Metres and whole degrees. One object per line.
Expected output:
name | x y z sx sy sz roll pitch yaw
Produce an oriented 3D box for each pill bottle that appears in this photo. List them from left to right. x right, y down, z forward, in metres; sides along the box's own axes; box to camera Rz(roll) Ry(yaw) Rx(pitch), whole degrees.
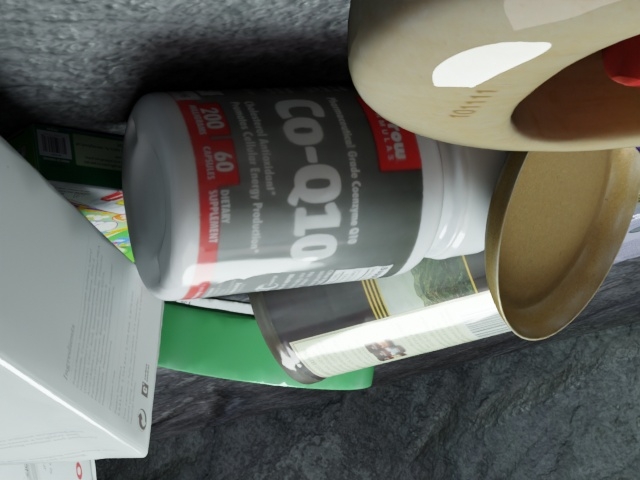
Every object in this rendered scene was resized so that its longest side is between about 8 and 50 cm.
pill bottle | -0.003 -0.044 0.946 0.283 0.161 0.161 -6 165 -23

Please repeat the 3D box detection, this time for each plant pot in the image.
plant pot | 0.202 -0.032 0.983 0.032 0.236 0.236 23 -171 36

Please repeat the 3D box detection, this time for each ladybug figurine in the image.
ladybug figurine | 0.224 -0.164 0.643 0.450 0.161 0.305 -6 165 -19

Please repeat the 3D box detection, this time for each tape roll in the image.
tape roll | -0.088 0.122 1.480 0.321 0.077 0.321 9 179 0

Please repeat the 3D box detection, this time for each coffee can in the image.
coffee can | 0.088 0.014 1.169 0.275 0.201 0.201 -16 165 19

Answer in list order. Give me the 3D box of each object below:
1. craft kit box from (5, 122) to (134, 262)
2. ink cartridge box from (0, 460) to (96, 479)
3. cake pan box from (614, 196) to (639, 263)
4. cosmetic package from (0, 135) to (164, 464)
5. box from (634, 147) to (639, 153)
craft kit box | -0.230 -0.025 1.071 0.247 0.060 0.250 -19 164 39
ink cartridge box | -0.402 0.180 1.263 0.166 0.285 0.395 -12 166 10
cake pan box | 0.378 -0.018 1.562 0.267 0.070 0.246 -22 160 38
cosmetic package | -0.284 0.039 0.836 0.217 0.156 0.385 -5 152 13
box | 0.339 -0.102 0.908 0.293 0.201 0.057 -3 133 -35
